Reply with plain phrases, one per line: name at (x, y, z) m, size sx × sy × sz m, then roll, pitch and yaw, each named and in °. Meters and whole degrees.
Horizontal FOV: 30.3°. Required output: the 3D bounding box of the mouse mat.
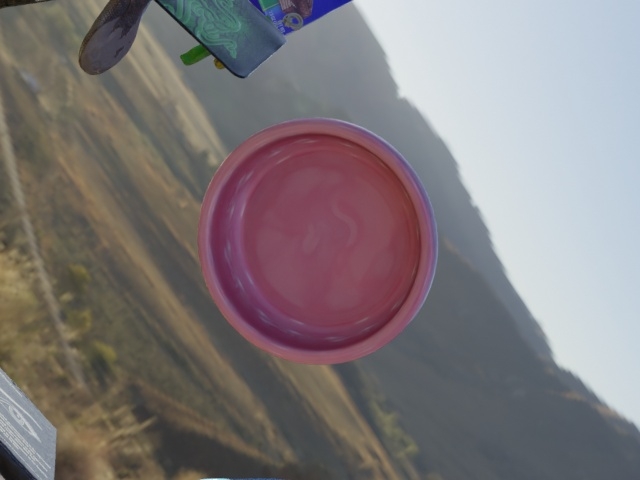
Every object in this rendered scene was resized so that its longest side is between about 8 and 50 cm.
mouse mat at (-0.111, -0.243, 1.239) m, size 0.152 × 0.007 × 0.189 m, roll 43°, pitch 26°, yaw -6°

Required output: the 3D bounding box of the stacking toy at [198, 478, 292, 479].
stacking toy at (-0.089, 0.366, 1.173) m, size 0.302 × 0.175 × 0.165 m, roll 125°, pitch -35°, yaw -50°

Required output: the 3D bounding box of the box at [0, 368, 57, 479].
box at (-0.414, 0.253, 1.452) m, size 0.153 × 0.108 × 0.207 m, roll 52°, pitch 0°, yaw -17°

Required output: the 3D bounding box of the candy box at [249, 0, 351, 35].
candy box at (-0.082, -0.490, 2.025) m, size 0.317 × 0.122 × 0.268 m, roll -40°, pitch 110°, yaw -50°

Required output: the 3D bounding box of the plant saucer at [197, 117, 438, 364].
plant saucer at (0.000, 0.000, 1.602) m, size 0.332 × 0.332 × 0.084 m, roll 57°, pitch 17°, yaw 5°

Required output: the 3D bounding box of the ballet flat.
ballet flat at (-0.359, -0.410, 2.122) m, size 0.058 × 0.250 × 0.084 m, roll 35°, pitch 4°, yaw 41°

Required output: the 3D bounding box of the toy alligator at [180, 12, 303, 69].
toy alligator at (-0.091, -0.265, 1.489) m, size 0.056 × 0.190 × 0.051 m, roll 60°, pitch -30°, yaw 8°

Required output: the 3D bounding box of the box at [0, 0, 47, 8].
box at (-0.154, -0.209, 0.758) m, size 0.191 × 0.184 × 0.045 m, roll 4°, pitch -48°, yaw 42°
